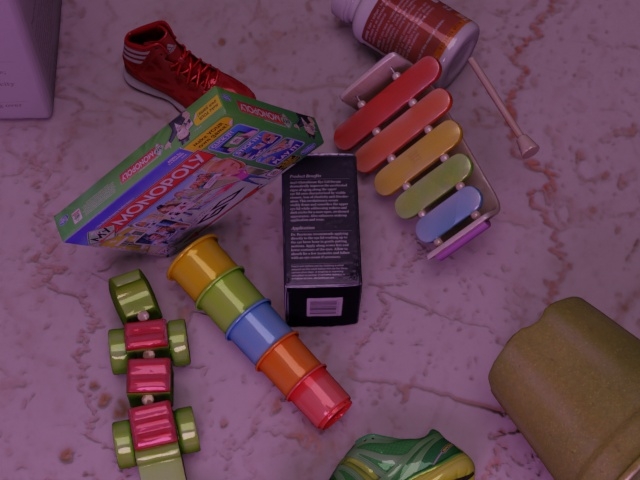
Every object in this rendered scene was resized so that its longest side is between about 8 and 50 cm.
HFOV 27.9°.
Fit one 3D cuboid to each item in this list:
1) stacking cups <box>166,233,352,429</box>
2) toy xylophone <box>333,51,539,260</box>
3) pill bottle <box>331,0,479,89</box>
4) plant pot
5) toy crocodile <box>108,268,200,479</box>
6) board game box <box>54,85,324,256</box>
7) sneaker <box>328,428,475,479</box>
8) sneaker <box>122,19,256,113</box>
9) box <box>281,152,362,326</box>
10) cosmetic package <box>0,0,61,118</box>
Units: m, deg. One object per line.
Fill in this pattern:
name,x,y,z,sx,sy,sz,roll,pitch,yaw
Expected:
stacking cups,-0.079,0.131,1.813,0.096,0.096,0.316,-40,77,-17
toy xylophone,0.170,-0.141,1.890,0.236,0.081,0.322,-45,63,21
pill bottle,0.129,-0.337,2.005,0.216,0.121,0.121,35,69,13
plant pot,0.368,0.219,1.701,0.276,0.276,0.254,-34,60,-15
toy crocodile,-0.231,0.204,1.758,0.115,0.105,0.340,-7,66,-4
board game box,-0.178,-0.084,1.749,0.317,0.214,0.046,-35,66,28
sneaker,0.057,0.332,1.711,0.296,0.109,0.123,-14,38,-19
sneaker,-0.205,-0.256,1.956,0.221,0.128,0.087,16,66,6
box,0.000,0.000,1.832,0.108,0.153,0.207,-2,64,-2
cosmetic package,-0.569,-0.408,1.872,0.330,0.393,0.327,0,65,-2
